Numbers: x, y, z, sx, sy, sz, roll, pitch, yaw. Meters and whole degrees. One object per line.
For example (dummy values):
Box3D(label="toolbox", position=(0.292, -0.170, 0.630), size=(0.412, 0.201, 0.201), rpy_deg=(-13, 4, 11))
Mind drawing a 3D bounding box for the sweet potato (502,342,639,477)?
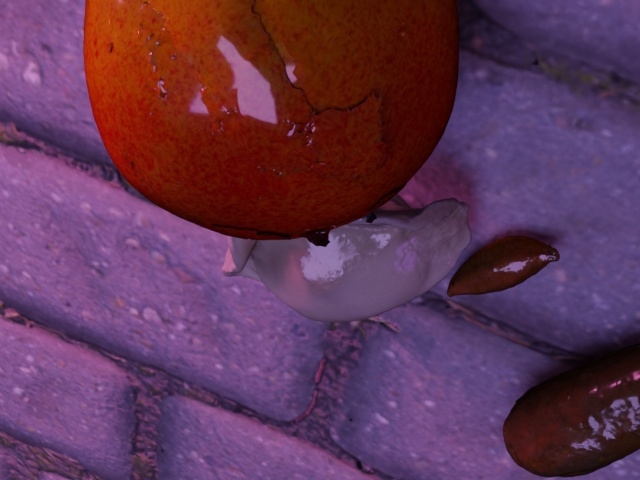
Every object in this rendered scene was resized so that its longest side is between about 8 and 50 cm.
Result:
Box3D(label="sweet potato", position=(0.227, 0.095, 0.714), size=(0.075, 0.075, 0.273), rpy_deg=(46, 129, -13))

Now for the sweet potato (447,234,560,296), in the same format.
Box3D(label="sweet potato", position=(0.118, 0.018, 0.728), size=(0.095, 0.034, 0.034), rpy_deg=(-26, 112, 40))

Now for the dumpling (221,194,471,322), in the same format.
Box3D(label="dumpling", position=(-0.002, 0.001, 0.709), size=(0.169, 0.099, 0.134), rpy_deg=(13, 175, 35))

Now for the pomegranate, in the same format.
Box3D(label="pomegranate", position=(-0.031, -0.112, 0.576), size=(0.210, 0.210, 0.235), rpy_deg=(-4, 125, 31))
